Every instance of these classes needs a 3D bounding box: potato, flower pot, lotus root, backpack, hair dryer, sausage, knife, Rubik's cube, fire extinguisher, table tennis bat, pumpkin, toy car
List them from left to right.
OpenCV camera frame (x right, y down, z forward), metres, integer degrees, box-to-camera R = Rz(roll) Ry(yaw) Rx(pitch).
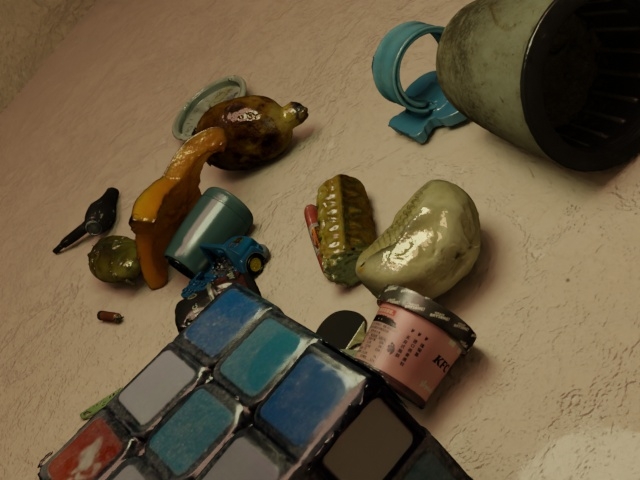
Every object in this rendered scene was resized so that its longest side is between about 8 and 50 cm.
[{"bbox_3d":[-0.608,-0.036,2.251,0.219,0.075,0.195,-35,23,19],"label":"hair dryer"},{"bbox_3d":[-0.449,0.165,1.883,0.083,0.022,0.028,3,15,44],"label":"fire extinguisher"},{"bbox_3d":[-0.451,0.044,1.963,0.117,0.090,0.226,-55,32,-13],"label":"potato"},{"bbox_3d":[-0.377,0.289,1.677,0.207,0.014,0.030,-31,36,12],"label":"knife"},{"bbox_3d":[-0.304,-0.074,1.864,0.095,0.258,0.290,26,58,12],"label":"pumpkin"},{"bbox_3d":[-0.180,0.125,1.580,0.165,0.105,0.120,-20,36,-12],"label":"backpack"},{"bbox_3d":[-0.194,0.058,1.704,0.097,0.100,0.191,4,49,48],"label":"toy car"},{"bbox_3d":[-0.168,-0.242,1.976,0.314,0.169,0.141,-16,53,29],"label":"lotus root"},{"bbox_3d":[-0.054,0.313,1.044,0.362,0.363,0.359,-50,37,-15],"label":"Rubik's cube"},{"bbox_3d":[0.000,0.000,1.654,0.034,0.034,0.253,-32,35,9],"label":"sausage"},{"bbox_3d":[0.049,0.155,1.441,0.157,0.013,0.087,11,56,50],"label":"table tennis bat"},{"bbox_3d":[0.366,-0.286,1.447,0.294,0.293,0.330,-42,26,-6],"label":"flower pot"}]

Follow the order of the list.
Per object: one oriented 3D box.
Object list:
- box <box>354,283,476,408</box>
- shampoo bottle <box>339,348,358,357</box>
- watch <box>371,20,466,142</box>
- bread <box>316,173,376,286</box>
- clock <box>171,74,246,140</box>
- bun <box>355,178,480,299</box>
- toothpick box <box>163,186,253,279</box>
[{"bbox_3d":[0.124,0.155,1.255,0.151,0.151,0.135,17,69,51],"label":"box"},{"bbox_3d":[0.000,0.200,1.398,0.213,0.049,0.072,-1,49,43],"label":"shampoo bottle"},{"bbox_3d":[0.193,-0.318,1.707,0.211,0.193,0.211,-25,33,18],"label":"watch"},{"bbox_3d":[0.045,-0.029,1.595,0.098,0.087,0.269,-28,34,17],"label":"bread"},{"bbox_3d":[-0.281,-0.333,2.294,0.237,0.053,0.236,-25,37,21],"label":"clock"},{"bbox_3d":[0.165,0.015,1.394,0.229,0.145,0.229,-51,1,1],"label":"bun"},{"bbox_3d":[-0.233,-0.008,1.806,0.120,0.120,0.184,14,63,50],"label":"toothpick box"}]
